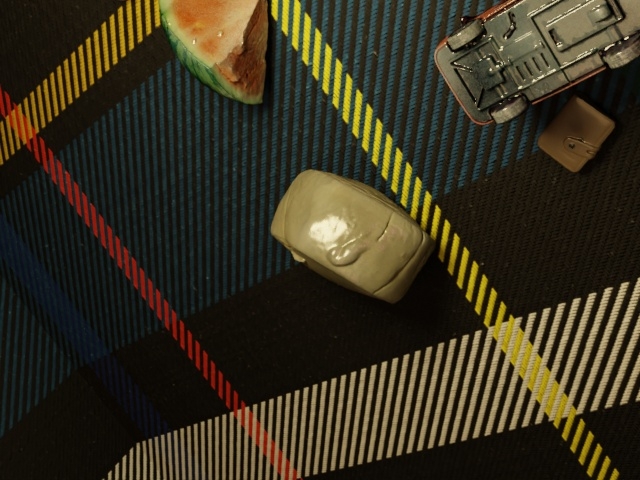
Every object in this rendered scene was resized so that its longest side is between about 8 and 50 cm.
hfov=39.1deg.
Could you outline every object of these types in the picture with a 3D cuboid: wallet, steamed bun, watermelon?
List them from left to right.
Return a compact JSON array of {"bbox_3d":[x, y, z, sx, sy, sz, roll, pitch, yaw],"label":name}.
[{"bbox_3d":[-0.271,-0.481,2.066,0.292,0.222,0.319,26,125,17],"label":"watermelon"},{"bbox_3d":[0.067,-0.019,2.138,0.383,0.236,0.247,31,89,10],"label":"steamed bun"},{"bbox_3d":[0.529,-0.220,1.863,0.118,0.039,0.153,38,132,8],"label":"wallet"}]

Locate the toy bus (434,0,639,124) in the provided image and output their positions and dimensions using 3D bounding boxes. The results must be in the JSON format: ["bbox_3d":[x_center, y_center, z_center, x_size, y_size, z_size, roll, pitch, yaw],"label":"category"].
[{"bbox_3d":[0.438,-0.397,1.672,0.427,0.233,0.203,-24,105,39],"label":"toy bus"}]
